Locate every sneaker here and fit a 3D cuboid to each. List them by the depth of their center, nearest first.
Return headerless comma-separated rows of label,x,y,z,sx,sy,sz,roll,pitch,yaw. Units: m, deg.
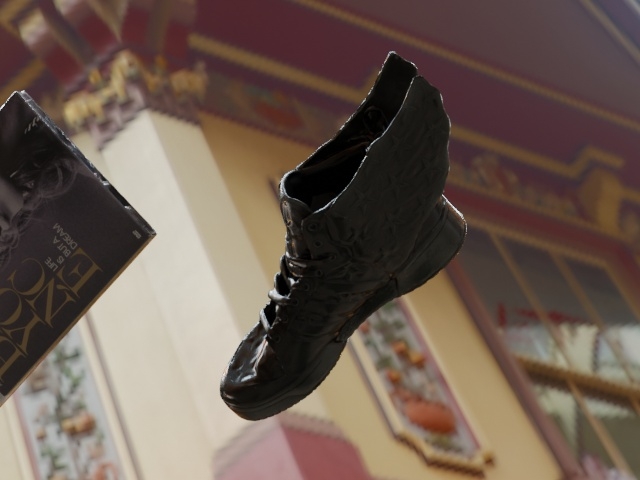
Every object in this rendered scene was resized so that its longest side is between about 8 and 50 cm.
sneaker,0.001,0.001,0.838,0.170,0.051,0.089,-41,-53,5

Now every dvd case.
dvd case,-0.259,0.011,1.512,0.221,0.164,0.018,-46,-7,21
